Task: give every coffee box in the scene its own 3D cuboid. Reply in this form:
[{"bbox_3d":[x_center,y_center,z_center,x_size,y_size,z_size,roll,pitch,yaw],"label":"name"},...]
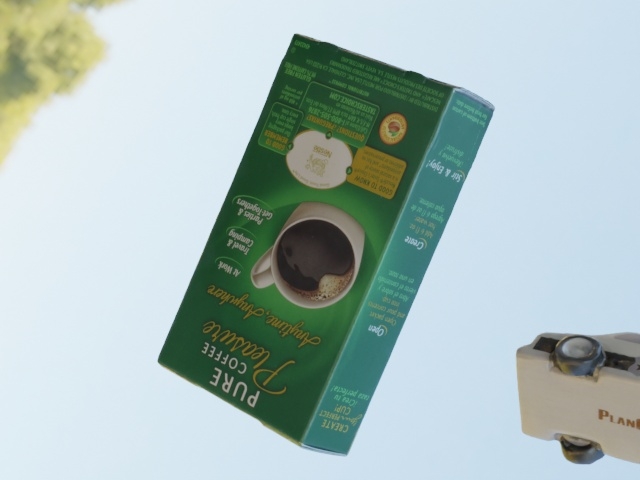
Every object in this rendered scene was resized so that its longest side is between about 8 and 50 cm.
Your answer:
[{"bbox_3d":[0.000,0.000,0.896,0.113,0.040,0.184,23,-89,40],"label":"coffee box"}]

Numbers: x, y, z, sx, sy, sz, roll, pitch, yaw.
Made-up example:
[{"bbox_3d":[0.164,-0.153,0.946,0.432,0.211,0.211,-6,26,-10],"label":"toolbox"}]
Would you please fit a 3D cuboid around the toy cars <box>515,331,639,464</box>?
[{"bbox_3d":[0.303,0.070,1.258,0.394,0.176,0.087,-33,-169,45],"label":"toy cars"}]
